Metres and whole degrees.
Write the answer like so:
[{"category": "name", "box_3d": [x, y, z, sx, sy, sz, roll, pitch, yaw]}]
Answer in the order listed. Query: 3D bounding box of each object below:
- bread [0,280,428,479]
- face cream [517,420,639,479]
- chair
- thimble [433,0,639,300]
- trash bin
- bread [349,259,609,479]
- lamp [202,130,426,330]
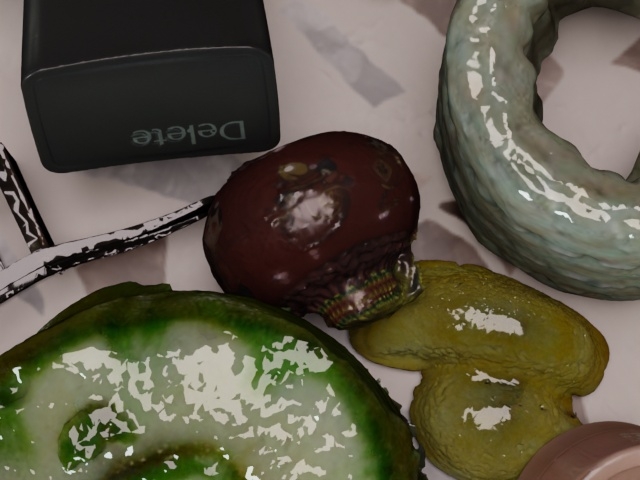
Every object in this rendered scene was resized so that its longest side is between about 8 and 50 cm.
[{"category": "bread", "box_3d": [-0.089, 0.222, 1.264, 0.366, 0.129, 0.382, -35, 94, 8]}, {"category": "face cream", "box_3d": [0.210, 0.203, 1.318, 0.149, 0.104, 0.149, -1, 94, -10]}, {"category": "chair", "box_3d": [-0.184, -0.027, 1.372, 0.212, 0.084, 0.101, -26, 87, -5]}, {"category": "thimble", "box_3d": [0.224, -0.102, 1.336, 0.291, 0.195, 0.292, 0, 81, 0]}, {"category": "trash bin", "box_3d": [-0.122, -0.174, 1.346, 0.165, 0.115, 0.225, -7, 55, -1]}, {"category": "bread", "box_3d": [0.107, 0.093, 1.371, 0.187, 0.065, 0.149, 22, 87, 0]}, {"category": "lamp", "box_3d": [0.001, -0.001, 1.332, 0.157, 0.156, 0.135, -21, 81, -5]}]
